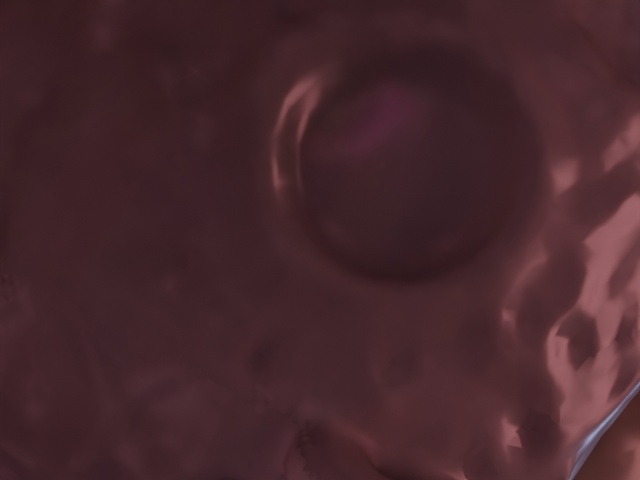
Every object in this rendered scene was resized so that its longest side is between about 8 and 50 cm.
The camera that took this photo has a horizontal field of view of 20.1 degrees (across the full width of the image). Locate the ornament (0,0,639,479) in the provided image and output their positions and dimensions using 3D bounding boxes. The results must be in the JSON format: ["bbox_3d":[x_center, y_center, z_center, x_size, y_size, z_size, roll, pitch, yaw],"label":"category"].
[{"bbox_3d":[0.000,0.000,0.626,0.337,0.337,0.337,7,90,-85],"label":"ornament"}]
